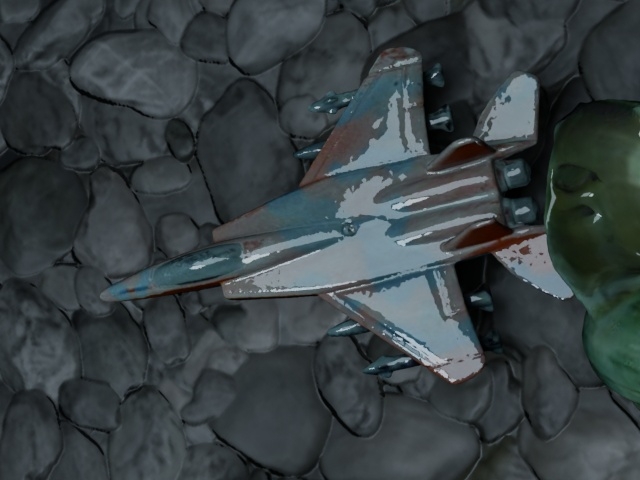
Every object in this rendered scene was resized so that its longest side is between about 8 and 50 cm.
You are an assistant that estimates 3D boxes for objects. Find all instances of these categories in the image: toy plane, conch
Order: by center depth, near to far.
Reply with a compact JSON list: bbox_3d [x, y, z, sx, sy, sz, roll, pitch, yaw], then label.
[{"bbox_3d":[0.212,0.018,0.949,0.176,0.122,0.188,10,90,21],"label":"conch"},{"bbox_3d":[0.003,0.000,1.063,0.326,0.104,0.222,-16,80,26],"label":"toy plane"}]
